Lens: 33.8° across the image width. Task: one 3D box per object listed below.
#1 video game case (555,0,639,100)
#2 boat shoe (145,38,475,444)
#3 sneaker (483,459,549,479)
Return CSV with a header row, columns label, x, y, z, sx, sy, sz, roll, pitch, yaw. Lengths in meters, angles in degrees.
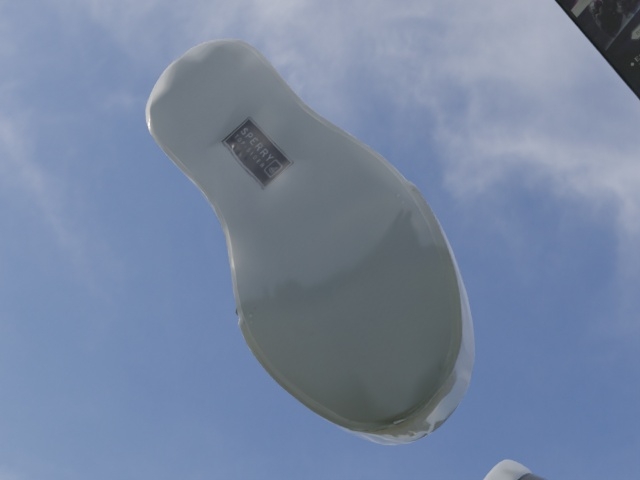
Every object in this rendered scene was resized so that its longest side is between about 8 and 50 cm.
label,x,y,z,sx,sy,sz,roll,pitch,yaw
video game case,0.272,-0.196,0.735,0.196,0.026,0.274,-47,-117,30
boat shoe,-0.003,0.003,0.578,0.113,0.306,0.105,-43,-45,-1
sneaker,0.168,0.276,0.663,0.146,0.104,0.296,19,-45,33
